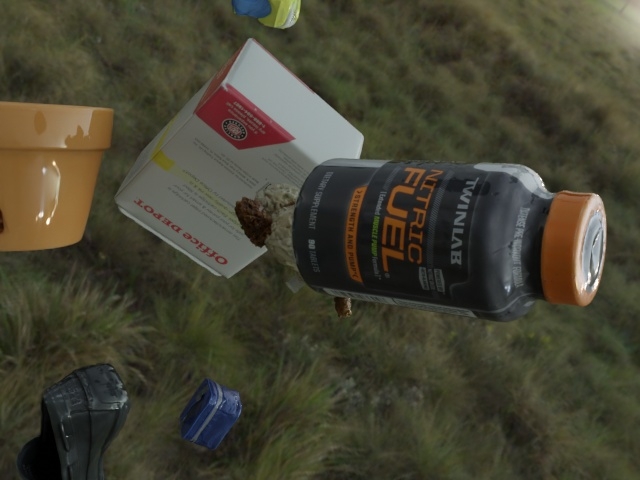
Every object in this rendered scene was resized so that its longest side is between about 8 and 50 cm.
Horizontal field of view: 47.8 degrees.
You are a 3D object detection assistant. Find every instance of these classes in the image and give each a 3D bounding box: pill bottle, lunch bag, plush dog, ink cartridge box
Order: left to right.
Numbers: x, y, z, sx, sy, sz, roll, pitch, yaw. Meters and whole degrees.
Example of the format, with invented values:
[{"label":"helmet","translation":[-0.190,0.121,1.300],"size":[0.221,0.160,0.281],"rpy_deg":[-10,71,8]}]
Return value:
[{"label":"lunch bag","translation":[-0.173,0.262,1.089],"size":[0.065,0.098,0.067],"rpy_deg":[31,9,-23]},{"label":"ink cartridge box","translation":[-0.156,-0.131,1.326],"size":[0.279,0.384,0.161],"rpy_deg":[37,42,-22]},{"label":"plush dog","translation":[0.000,0.000,1.056],"size":[0.262,0.211,0.225],"rpy_deg":[-2,-11,18]},{"label":"pill bottle","translation":[0.107,-0.003,0.613],"size":[0.245,0.131,0.130],"rpy_deg":[6,13,34]}]

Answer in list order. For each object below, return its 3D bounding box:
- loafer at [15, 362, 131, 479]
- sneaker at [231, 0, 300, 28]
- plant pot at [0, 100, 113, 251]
[{"label":"loafer","translation":[-0.237,0.198,0.654],"size":[0.078,0.223,0.076],"rpy_deg":[-8,46,-41]},{"label":"sneaker","translation":[-0.089,-0.435,1.052],"size":[0.126,0.240,0.091],"rpy_deg":[5,21,4]},{"label":"plant pot","translation":[-0.453,-0.100,1.058],"size":[0.290,0.204,0.291],"rpy_deg":[3,10,-1]}]
